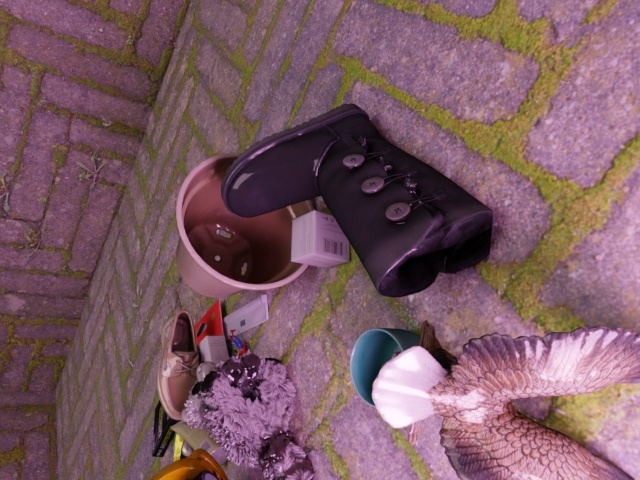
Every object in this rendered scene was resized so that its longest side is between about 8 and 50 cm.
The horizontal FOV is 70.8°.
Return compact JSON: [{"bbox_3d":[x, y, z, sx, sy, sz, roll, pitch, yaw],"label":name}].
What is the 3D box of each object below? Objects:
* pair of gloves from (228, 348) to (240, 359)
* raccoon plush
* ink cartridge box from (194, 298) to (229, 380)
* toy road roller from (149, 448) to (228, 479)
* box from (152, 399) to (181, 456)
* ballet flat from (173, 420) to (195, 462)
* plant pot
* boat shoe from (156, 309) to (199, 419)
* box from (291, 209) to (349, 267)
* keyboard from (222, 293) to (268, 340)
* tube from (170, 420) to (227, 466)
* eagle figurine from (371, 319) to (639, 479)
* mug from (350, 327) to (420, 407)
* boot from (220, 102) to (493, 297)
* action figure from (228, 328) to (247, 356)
[{"bbox_3d":[-0.255,0.356,1.297,0.074,0.010,0.083,-4,77,52],"label":"pair of gloves"},{"bbox_3d":[-0.198,0.476,1.051,0.299,0.216,0.446,-52,44,41],"label":"raccoon plush"},{"bbox_3d":[-0.381,0.361,1.398,0.296,0.066,0.261,-45,51,38],"label":"ink cartridge box"},{"bbox_3d":[-0.239,0.610,0.975,0.202,0.329,0.240,-42,17,-8],"label":"toy road roller"},{"bbox_3d":[-0.512,0.582,1.508,0.184,0.045,0.190,-59,28,20],"label":"box"},{"bbox_3d":[-0.407,0.666,1.358,0.077,0.077,0.231,-7,61,27],"label":"ballet flat"},{"bbox_3d":[-0.220,0.001,1.134,0.305,0.334,0.333,-38,52,55],"label":"plant pot"},{"bbox_3d":[-0.397,0.347,1.283,0.098,0.109,0.302,-43,47,41],"label":"boat shoe"},{"bbox_3d":[0.000,0.000,0.991,0.087,0.101,0.102,-20,64,48],"label":"box"},{"bbox_3d":[-0.221,0.226,1.289,0.256,0.014,0.072,-33,61,43],"label":"keyboard"},{"bbox_3d":[-0.348,0.572,1.311,0.240,0.070,0.062,13,81,49],"label":"tube"},{"bbox_3d":[0.237,0.200,0.556,0.298,0.226,0.225,12,50,46],"label":"eagle figurine"},{"bbox_3d":[0.136,0.221,0.762,0.158,0.097,0.129,31,105,50],"label":"mug"},{"bbox_3d":[0.031,-0.054,0.828,0.367,0.146,0.445,-34,49,0],"label":"boot"},{"bbox_3d":[-0.221,0.297,1.254,0.115,0.030,0.038,48,124,41],"label":"action figure"}]
